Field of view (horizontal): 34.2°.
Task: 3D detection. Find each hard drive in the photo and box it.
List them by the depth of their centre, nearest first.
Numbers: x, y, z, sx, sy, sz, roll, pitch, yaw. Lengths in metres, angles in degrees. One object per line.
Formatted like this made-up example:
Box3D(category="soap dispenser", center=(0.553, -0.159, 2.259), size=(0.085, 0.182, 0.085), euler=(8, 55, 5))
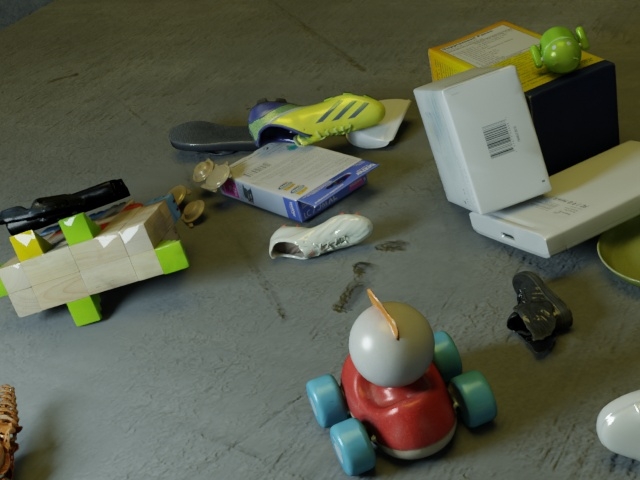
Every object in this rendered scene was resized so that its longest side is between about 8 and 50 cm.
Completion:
Box3D(category="hard drive", center=(0.465, -0.078, 1.782), size=(0.353, 0.047, 0.233), euler=(-24, 20, -17))

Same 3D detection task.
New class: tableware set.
Box3D(category="tableware set", center=(-0.251, -0.104, 2.118), size=(0.168, 0.020, 0.141), euler=(-48, 36, -3))

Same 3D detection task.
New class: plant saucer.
Box3D(category="plant saucer", center=(0.560, 0.017, 1.631), size=(0.241, 0.037, 0.241), euler=(-11, 30, 6))

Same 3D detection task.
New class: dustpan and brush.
Box3D(category="dustpan and brush", center=(0.083, -0.251, 2.267), size=(0.211, 0.060, 0.147), euler=(8, 49, 22))

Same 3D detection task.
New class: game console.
Box3D(category="game console", center=(-0.482, -0.052, 1.855), size=(0.213, 0.044, 0.361), euler=(-20, 3, 6))

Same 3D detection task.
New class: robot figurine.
Box3D(category="robot figurine", center=(0.431, -0.342, 1.869), size=(0.101, 0.067, 0.115), euler=(-18, 30, 13))

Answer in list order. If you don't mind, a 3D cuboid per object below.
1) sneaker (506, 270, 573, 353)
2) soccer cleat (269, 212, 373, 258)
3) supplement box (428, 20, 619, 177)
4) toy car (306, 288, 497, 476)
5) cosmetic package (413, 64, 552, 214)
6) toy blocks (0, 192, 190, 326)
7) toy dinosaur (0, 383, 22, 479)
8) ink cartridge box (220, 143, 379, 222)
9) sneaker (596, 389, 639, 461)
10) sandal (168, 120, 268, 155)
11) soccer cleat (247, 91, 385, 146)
Box3D(category="sneaker", center=(0.313, 0.105, 1.567), size=(0.089, 0.051, 0.170), euler=(-18, 33, -17))
Box3D(category="soccer cleat", center=(0.000, 0.000, 1.863), size=(0.196, 0.068, 0.076), euler=(-9, 35, 22))
Box3D(category="supplement box", center=(0.392, -0.275, 2.033), size=(0.194, 0.195, 0.356), euler=(-23, 32, -16))
Box3D(category="toy car", center=(0.092, 0.151, 1.393), size=(0.219, 0.238, 0.210), euler=(-19, 30, -10))
Box3D(category="cosmetic package", center=(0.278, -0.181, 1.826), size=(0.138, 0.224, 0.224), euler=(-20, 10, -3))
Box3D(category="toy blocks", center=(-0.400, 0.012, 1.916), size=(0.381, 0.190, 0.261), euler=(-17, 16, 13))
Box3D(category="toy dinosaur", center=(-0.513, 0.333, 1.469), size=(0.218, 0.164, 0.322), euler=(7, 15, 7))
Box3D(category="ink cartridge box", center=(-0.044, -0.122, 2.083), size=(0.186, 0.065, 0.311), euler=(-33, 33, -31))
Box3D(category="sneaker", center=(0.470, 0.243, 1.216), size=(0.290, 0.106, 0.123), euler=(0, 30, 19))
Box3D(category="sandal", center=(-0.222, -0.219, 2.339), size=(0.254, 0.054, 0.097), euler=(5, 41, 11))
Box3D(category="soccer cleat", center=(-0.006, -0.238, 2.161), size=(0.289, 0.093, 0.121), euler=(-3, 54, -3))
